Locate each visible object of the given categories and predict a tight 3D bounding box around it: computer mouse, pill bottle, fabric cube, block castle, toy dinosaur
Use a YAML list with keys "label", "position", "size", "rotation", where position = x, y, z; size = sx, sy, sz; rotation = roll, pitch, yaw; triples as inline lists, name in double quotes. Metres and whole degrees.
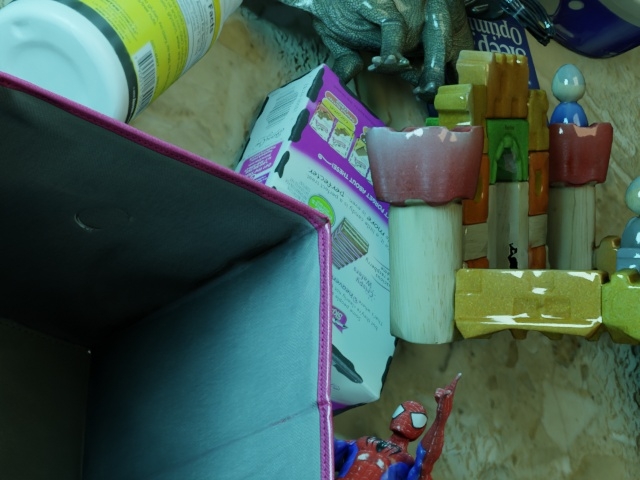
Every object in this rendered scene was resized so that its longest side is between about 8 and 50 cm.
- label: "computer mouse"
  position: [0.121, -0.237, 1.615]
  size: [0.242, 0.041, 0.071]
  rotation: [41, 25, -33]
- label: "pill bottle"
  position: [-0.143, -0.160, 1.382]
  size: [0.119, 0.119, 0.208]
  rotation: [53, 41, -11]
- label: "fabric cube"
  position: [-0.169, 0.099, 1.109]
  size: [0.254, 0.258, 0.259]
  rotation: [24, 53, -37]
- label: "block castle"
  position: [0.238, -0.044, 1.480]
  size: [0.453, 0.303, 0.213]
  rotation: [-10, 99, -67]
- label: "toy dinosaur"
  position: [0.066, -0.185, 1.580]
  size: [0.313, 0.121, 0.160]
  rotation: [12, 65, -29]

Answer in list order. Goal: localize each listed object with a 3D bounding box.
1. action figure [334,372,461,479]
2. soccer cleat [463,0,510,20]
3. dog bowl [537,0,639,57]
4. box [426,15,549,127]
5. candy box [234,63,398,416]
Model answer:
- label: "action figure"
  position: [0.014, 0.178, 1.339]
  size: [0.091, 0.139, 0.280]
  rotation: [21, 39, 18]
- label: "soccer cleat"
  position: [0.057, -0.306, 1.663]
  size: [0.318, 0.116, 0.109]
  rotation: [33, 92, -25]
- label: "dog bowl"
  position: [0.278, -0.321, 1.912]
  size: [0.265, 0.104, 0.265]
  rotation: [23, 54, -36]
- label: "box"
  position: [0.140, -0.169, 1.741]
  size: [0.136, 0.036, 0.225]
  rotation: [5, 67, -44]
- label: "candy box"
  position: [0.000, 0.000, 1.476]
  size: [0.159, 0.071, 0.233]
  rotation: [44, 43, -23]
